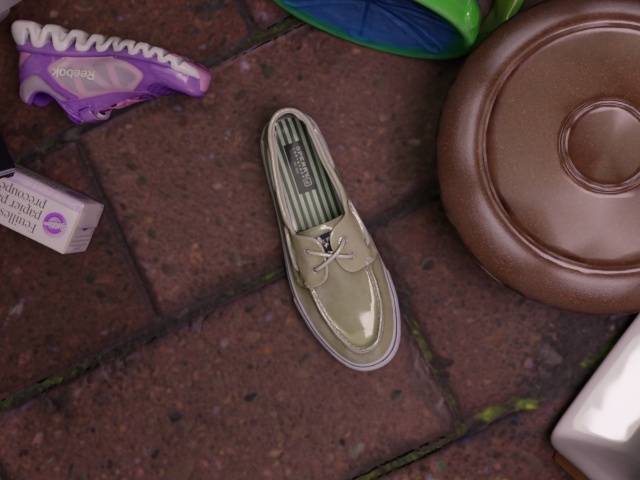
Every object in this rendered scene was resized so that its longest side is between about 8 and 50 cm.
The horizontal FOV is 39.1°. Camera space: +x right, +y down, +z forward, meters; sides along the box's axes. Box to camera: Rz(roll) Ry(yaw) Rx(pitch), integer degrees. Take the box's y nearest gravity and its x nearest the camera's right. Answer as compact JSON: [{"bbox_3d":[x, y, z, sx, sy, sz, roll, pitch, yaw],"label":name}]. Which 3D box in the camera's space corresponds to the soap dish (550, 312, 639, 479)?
[{"bbox_3d":[0.376,0.150,0.872,0.118,0.229,0.291,38,90,-10],"label":"soap dish"}]

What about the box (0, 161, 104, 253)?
[{"bbox_3d":[-0.408,-0.080,1.026,0.324,0.067,0.063,25,96,7],"label":"box"}]

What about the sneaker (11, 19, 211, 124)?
[{"bbox_3d":[-0.239,-0.177,1.013,0.236,0.095,0.104,11,94,11],"label":"sneaker"}]

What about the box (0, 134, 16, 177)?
[{"bbox_3d":[-0.544,-0.156,0.907,0.312,0.179,0.343,-21,97,19],"label":"box"}]

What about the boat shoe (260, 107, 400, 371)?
[{"bbox_3d":[0.000,0.000,0.971,0.109,0.094,0.302,-23,84,3],"label":"boat shoe"}]

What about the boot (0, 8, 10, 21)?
[{"bbox_3d":[-0.495,-0.265,1.032,0.258,0.095,0.123,-23,91,4],"label":"boot"}]

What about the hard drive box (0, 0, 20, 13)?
[{"bbox_3d":[-0.380,-0.386,1.000,0.232,0.089,0.181,41,61,5],"label":"hard drive box"}]

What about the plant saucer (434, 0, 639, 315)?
[{"bbox_3d":[0.262,-0.085,0.834,0.311,0.050,0.310,0,86,5],"label":"plant saucer"}]

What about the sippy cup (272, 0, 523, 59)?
[{"bbox_3d":[0.077,-0.331,0.913,0.240,0.305,0.224,17,88,25],"label":"sippy cup"}]
